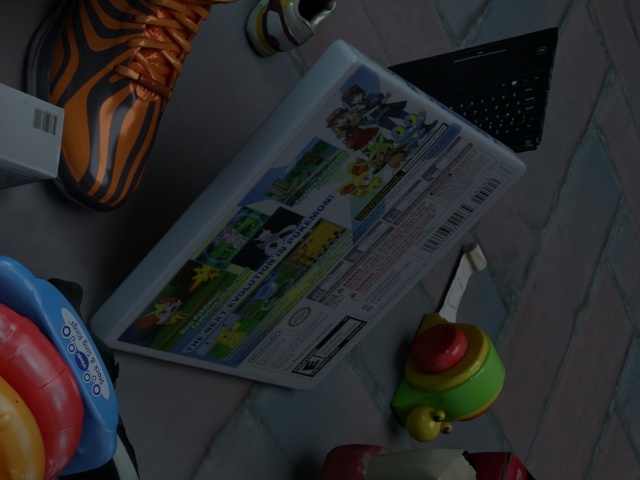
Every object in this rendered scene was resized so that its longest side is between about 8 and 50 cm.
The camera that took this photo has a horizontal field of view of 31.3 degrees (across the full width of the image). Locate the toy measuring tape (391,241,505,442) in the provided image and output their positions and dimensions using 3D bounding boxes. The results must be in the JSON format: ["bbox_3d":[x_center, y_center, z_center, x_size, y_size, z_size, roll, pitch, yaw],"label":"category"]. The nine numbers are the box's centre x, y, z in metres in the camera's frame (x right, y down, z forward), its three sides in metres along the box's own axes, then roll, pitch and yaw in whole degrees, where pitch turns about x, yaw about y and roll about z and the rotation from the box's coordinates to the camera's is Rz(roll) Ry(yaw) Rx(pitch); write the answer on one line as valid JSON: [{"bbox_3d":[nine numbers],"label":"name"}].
[{"bbox_3d":[0.185,0.117,1.406,0.121,0.121,0.330,59,41,-28],"label":"toy measuring tape"}]

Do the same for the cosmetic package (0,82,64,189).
[{"bbox_3d":[-0.300,-0.092,0.783,0.239,0.099,0.060,21,69,-51],"label":"cosmetic package"}]

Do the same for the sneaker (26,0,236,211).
[{"bbox_3d":[-0.136,-0.187,0.960,0.124,0.180,0.321,25,63,-50],"label":"sneaker"}]

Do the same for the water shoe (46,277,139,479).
[{"bbox_3d":[-0.183,0.126,0.922,0.080,0.073,0.203,-44,119,-52],"label":"water shoe"}]

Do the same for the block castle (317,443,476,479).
[{"bbox_3d":[0.116,0.447,1.121,0.453,0.213,0.303,52,49,-18],"label":"block castle"}]

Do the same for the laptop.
[{"bbox_3d":[0.115,-0.149,1.259,0.136,0.234,0.264,44,50,-41],"label":"laptop"}]

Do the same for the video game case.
[{"bbox_3d":[0.000,0.000,1.035,0.300,0.329,0.036,22,27,-51],"label":"video game case"}]

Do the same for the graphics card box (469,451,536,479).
[{"bbox_3d":[0.266,0.461,1.465,0.371,0.094,0.233,48,47,-37],"label":"graphics card box"}]

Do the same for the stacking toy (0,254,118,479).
[{"bbox_3d":[-0.263,0.151,0.678,0.175,0.166,0.302,68,26,-20],"label":"stacking toy"}]

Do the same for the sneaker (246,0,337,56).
[{"bbox_3d":[-0.012,-0.275,1.236,0.069,0.084,0.185,46,48,-39],"label":"sneaker"}]
